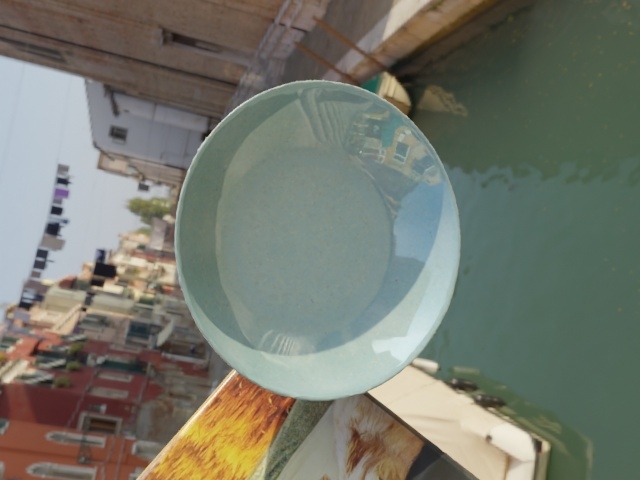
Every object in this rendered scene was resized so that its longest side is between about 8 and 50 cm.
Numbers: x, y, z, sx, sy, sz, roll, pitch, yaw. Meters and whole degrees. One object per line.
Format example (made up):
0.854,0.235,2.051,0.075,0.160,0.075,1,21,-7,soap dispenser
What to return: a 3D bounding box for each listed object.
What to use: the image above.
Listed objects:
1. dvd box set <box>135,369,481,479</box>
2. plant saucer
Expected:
-0.041,0.290,0.386,0.420,0.308,0.062,-47,-11,-30,dvd box set
0.000,0.000,0.434,0.037,0.195,0.194,-2,76,64,plant saucer
